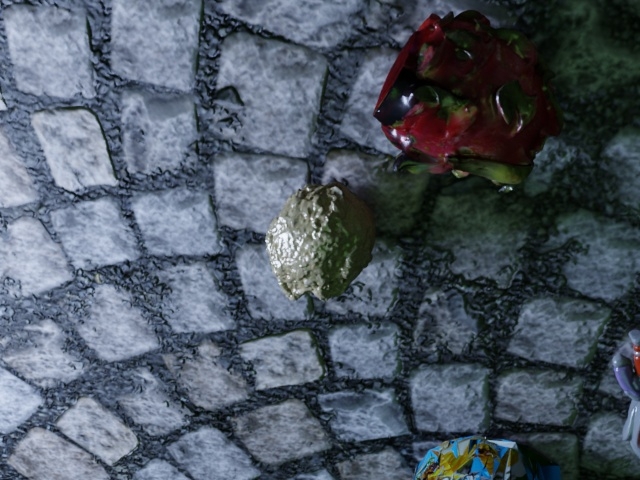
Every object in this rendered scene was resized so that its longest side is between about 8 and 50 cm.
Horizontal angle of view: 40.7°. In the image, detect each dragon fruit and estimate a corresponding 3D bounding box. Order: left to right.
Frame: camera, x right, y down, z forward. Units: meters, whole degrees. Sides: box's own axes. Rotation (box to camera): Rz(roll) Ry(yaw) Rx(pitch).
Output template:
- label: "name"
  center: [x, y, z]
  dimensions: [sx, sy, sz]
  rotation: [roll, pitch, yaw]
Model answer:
- label: "dragon fruit"
  center: [0.145, -0.123, 0.829]
  dimensions: [0.172, 0.160, 0.167]
  rotation: [27, 99, -7]

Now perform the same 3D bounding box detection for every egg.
- label: "egg"
  center: [0.000, 0.000, 0.948]
  dimensions: [0.116, 0.118, 0.140]
  rotation: [21, 133, -24]

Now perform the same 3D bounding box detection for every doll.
- label: "doll"
  center: [0.409, 0.209, 1.034]
  dimensions: [0.102, 0.075, 0.228]
  rotation: [-15, 109, 7]

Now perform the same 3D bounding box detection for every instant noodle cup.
- label: "instant noodle cup"
  center: [0.206, 0.375, 1.111]
  dimensions: [0.240, 0.178, 0.240]
  rotation: [4, 122, 7]
